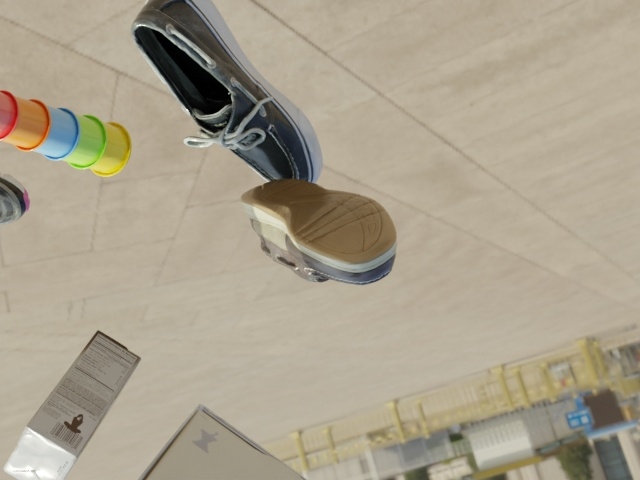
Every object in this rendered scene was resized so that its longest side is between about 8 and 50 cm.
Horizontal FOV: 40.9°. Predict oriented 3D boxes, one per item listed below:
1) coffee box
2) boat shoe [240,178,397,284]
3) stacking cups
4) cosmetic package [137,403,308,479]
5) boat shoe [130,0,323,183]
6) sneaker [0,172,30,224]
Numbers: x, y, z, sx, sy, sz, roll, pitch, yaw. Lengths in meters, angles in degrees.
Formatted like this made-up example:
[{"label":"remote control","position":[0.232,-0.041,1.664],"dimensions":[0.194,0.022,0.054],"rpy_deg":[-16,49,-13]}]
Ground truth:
[{"label":"coffee box","position":[-0.421,0.293,1.475],"dimensions":[0.141,0.098,0.246],"rpy_deg":[-52,-173,35]},{"label":"boat shoe","position":[0.000,0.000,0.964],"dimensions":[0.103,0.092,0.285],"rpy_deg":[-27,-153,-22]},{"label":"stacking cups","position":[-0.417,-0.175,1.308],"dimensions":[0.096,0.096,0.316],"rpy_deg":[-21,164,19]},{"label":"cosmetic package","position":[-0.105,0.280,0.664],"dimensions":[0.113,0.160,0.309],"rpy_deg":[-50,174,-46]},{"label":"boat shoe","position":[-0.107,-0.155,1.014],"dimensions":[0.113,0.105,0.306],"rpy_deg":[-11,129,31]},{"label":"sneaker","position":[-0.370,-0.035,0.825],"dimensions":[0.170,0.074,0.063],"rpy_deg":[8,124,-7]}]
